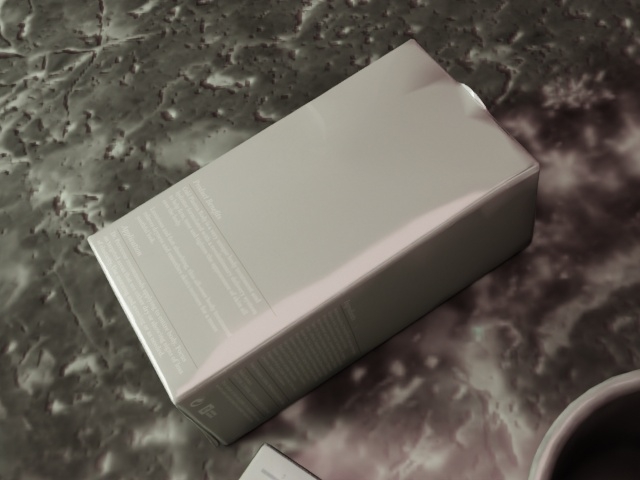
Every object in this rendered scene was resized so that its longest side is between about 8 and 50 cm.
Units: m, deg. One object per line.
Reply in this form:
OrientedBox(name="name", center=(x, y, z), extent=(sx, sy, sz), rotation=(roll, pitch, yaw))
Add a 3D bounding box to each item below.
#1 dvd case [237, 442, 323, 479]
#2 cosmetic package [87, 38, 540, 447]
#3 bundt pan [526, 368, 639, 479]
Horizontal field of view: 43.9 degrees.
OrientedBox(name="dvd case", center=(-0.026, 0.249, 0.393), extent=(0.179, 0.029, 0.238), rotation=(28, 70, 24))
OrientedBox(name="cosmetic package", center=(0.000, 0.000, 0.481), extent=(0.238, 0.107, 0.127), rotation=(-30, 60, -8))
OrientedBox(name="bundt pan", center=(0.205, 0.200, 0.303), extent=(0.331, 0.124, 0.330), rotation=(-2, 66, 6))
